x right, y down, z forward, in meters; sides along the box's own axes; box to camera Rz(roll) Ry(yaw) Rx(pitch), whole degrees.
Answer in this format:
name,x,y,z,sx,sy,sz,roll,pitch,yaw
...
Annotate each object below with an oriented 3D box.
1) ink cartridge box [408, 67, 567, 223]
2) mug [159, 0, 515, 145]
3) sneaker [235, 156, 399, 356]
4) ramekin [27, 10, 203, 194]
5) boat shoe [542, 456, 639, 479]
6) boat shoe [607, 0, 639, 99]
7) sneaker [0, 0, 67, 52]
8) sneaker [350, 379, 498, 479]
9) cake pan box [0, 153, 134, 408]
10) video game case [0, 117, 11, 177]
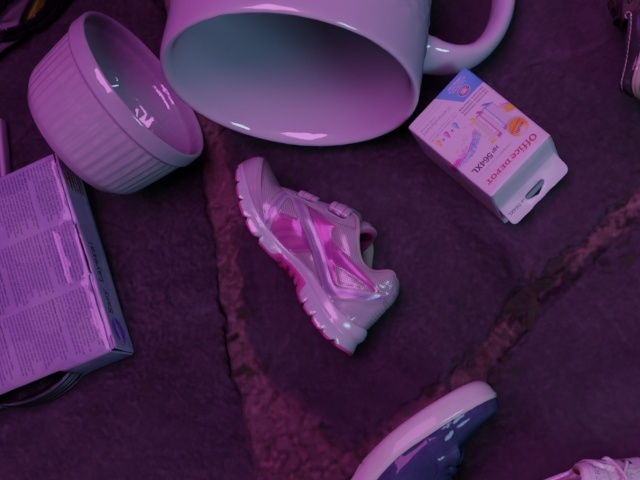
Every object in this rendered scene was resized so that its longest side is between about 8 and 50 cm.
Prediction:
name,x,y,z,sx,sy,sz,roll,pitch,yaw
ink cartridge box,0.183,-0.095,1.268,0.092,0.090,0.143,-47,64,0
mug,0.035,-0.301,1.314,0.374,0.276,0.328,12,67,-8
sneaker,0.000,0.000,1.304,0.111,0.103,0.252,-36,71,1
ramekin,-0.242,-0.151,1.379,0.109,0.207,0.207,-35,65,16
boat shoe,0.264,0.249,1.109,0.277,0.096,0.098,-22,34,11
boat shoe,0.344,-0.250,1.272,0.073,0.080,0.223,9,71,27
sneaker,-0.472,-0.290,1.566,0.300,0.111,0.121,-32,55,1
sneaker,0.076,0.297,1.169,0.148,0.131,0.350,44,96,19
cake pan box,-0.368,0.063,1.408,0.246,0.070,0.267,-24,74,13
video game case,-0.475,-0.040,1.519,0.183,0.023,0.201,-16,69,14
